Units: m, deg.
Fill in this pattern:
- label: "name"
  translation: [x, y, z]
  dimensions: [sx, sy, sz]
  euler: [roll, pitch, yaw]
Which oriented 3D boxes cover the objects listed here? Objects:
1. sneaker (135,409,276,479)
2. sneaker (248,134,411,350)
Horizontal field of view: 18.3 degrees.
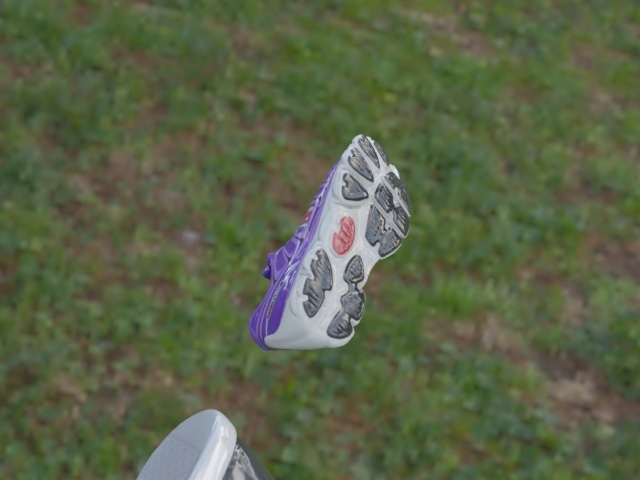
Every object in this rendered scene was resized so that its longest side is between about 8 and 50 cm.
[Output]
- label: "sneaker"
  translation: [-0.071, 0.248, 1.083]
  dimensions: [0.147, 0.104, 0.296]
  euler: [41, 53, -19]
- label: "sneaker"
  translation: [0.000, 0.000, 1.226]
  dimensions: [0.071, 0.068, 0.170]
  euler: [-15, 33, 40]
